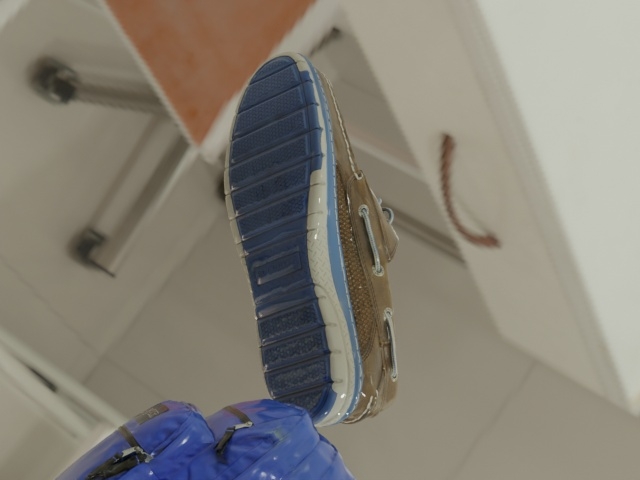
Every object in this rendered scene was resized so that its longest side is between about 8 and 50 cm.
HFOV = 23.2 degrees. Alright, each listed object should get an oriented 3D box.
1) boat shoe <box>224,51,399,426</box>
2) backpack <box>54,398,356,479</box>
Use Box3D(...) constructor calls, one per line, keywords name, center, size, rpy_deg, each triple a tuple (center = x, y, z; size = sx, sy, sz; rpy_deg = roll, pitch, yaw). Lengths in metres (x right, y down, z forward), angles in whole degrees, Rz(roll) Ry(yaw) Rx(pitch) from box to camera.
Box3D(name="boat shoe", center=(0.000, 0.000, 0.759), size=(0.066, 0.066, 0.183), rpy_deg=(7, 74, -46))
Box3D(name="backpack", center=(-0.046, 0.114, 0.644), size=(0.120, 0.098, 0.101), rpy_deg=(-33, 102, -12))
